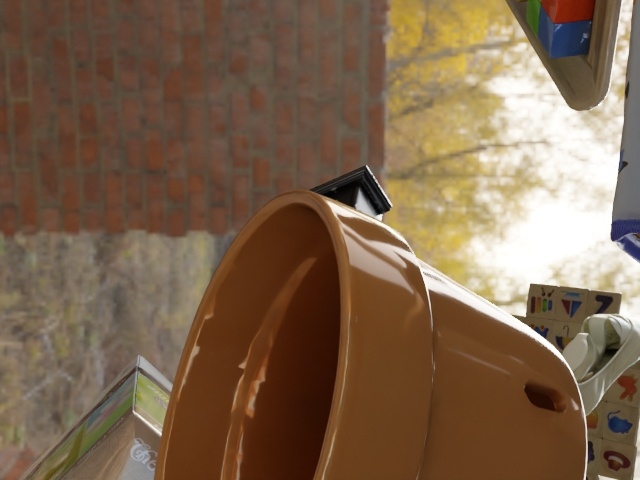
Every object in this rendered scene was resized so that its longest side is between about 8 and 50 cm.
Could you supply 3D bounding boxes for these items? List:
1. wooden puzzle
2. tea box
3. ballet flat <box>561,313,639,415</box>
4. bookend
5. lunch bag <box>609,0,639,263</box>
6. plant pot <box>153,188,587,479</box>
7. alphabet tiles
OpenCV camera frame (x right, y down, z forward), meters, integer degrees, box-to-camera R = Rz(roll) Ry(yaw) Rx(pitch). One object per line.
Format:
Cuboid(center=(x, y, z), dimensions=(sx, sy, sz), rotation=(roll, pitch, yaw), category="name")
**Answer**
Cuboid(center=(0.267, -0.371, 1.259), dimensions=(0.322, 0.081, 0.347), rotation=(-103, -168, -49), category="wooden puzzle")
Cuboid(center=(-0.161, 0.338, 1.225), dimensions=(0.220, 0.329, 0.323), rotation=(-46, -172, -4), category="tea box")
Cuboid(center=(0.353, 0.142, 1.399), dimensions=(0.248, 0.086, 0.086), rotation=(-39, 139, -44), category="ballet flat")
Cuboid(center=(0.000, 0.000, 1.398), dimensions=(0.072, 0.156, 0.157), rotation=(55, 27, -26), category="bookend")
Cuboid(center=(0.454, -0.088, 1.028), dimensions=(0.385, 0.239, 0.327), rotation=(32, 64, -47), category="lunch bag")
Cuboid(center=(0.034, 0.131, 0.726), dimensions=(0.291, 0.204, 0.290), rotation=(-47, -145, 47), category="plant pot")
Cuboid(center=(0.386, 0.244, 1.761), dimensions=(0.011, 0.285, 0.342), rotation=(11, 86, -44), category="alphabet tiles")
